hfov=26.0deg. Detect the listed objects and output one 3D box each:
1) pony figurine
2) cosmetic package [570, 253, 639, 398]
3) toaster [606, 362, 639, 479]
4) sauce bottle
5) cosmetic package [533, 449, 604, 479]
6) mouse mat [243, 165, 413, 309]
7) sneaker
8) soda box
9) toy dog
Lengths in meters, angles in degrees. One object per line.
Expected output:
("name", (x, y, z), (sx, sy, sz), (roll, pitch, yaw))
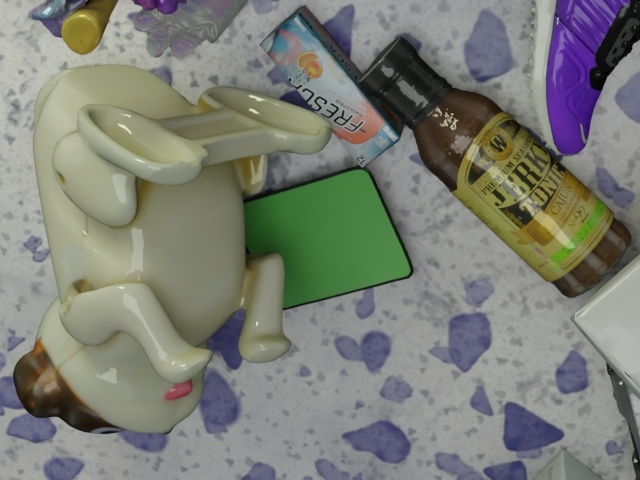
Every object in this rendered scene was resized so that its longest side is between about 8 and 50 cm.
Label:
("pony figurine", (-0.168, -0.338, 1.413), (0.303, 0.363, 0.351), (45, 125, -15))
("cosmetic package", (0.459, 0.032, 1.441), (0.365, 0.155, 0.197), (-40, 83, 5))
("toaster", (0.416, 0.199, 1.586), (0.146, 0.129, 0.227), (-15, 99, 9))
("sauce bottle", (0.188, -0.083, 1.532), (0.344, 0.111, 0.111), (41, 110, -7))
("cosmetic package", (0.220, 0.440, 1.563), (0.097, 0.377, 0.284), (39, 109, -6))
("mouse mat", (0.000, 0.000, 1.623), (0.190, 0.007, 0.152), (-16, 112, 23))
("sneaker", (0.299, -0.227, 1.459), (0.146, 0.102, 0.293), (5, 110, 18))
("soda box", (0.015, -0.172, 1.554), (0.058, 0.063, 0.183), (-38, 99, 18))
("toy dog", (-0.218, 0.033, 1.548), (0.395, 0.284, 0.408), (22, 114, 25))
